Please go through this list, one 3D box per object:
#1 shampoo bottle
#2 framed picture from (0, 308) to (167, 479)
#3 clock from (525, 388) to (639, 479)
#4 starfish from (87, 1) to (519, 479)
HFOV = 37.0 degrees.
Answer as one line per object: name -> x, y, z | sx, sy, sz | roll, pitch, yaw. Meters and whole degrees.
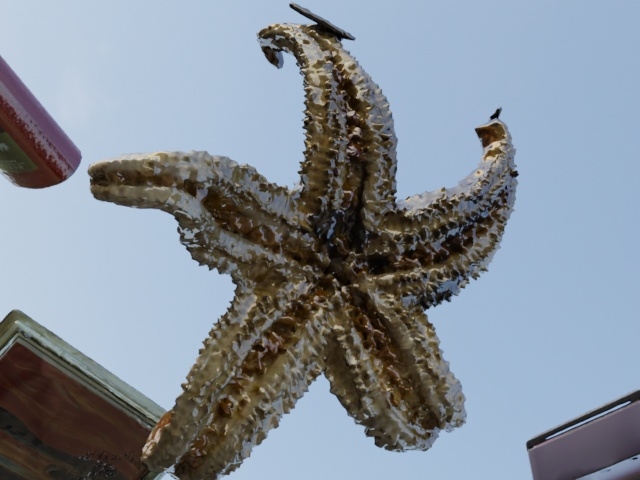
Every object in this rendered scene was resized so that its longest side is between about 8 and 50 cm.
shampoo bottle -> -0.382, -0.175, 1.023 | 0.118, 0.076, 0.314 | 12, -29, 31
framed picture -> -0.266, 0.216, 0.818 | 0.216, 0.273, 0.016 | 41, 1, -28
clock -> 0.361, 0.248, 1.131 | 0.193, 0.144, 0.073 | -38, -131, 40
starfish -> -0.004, -0.002, 0.589 | 0.113, 0.312, 0.303 | -8, -102, 55
